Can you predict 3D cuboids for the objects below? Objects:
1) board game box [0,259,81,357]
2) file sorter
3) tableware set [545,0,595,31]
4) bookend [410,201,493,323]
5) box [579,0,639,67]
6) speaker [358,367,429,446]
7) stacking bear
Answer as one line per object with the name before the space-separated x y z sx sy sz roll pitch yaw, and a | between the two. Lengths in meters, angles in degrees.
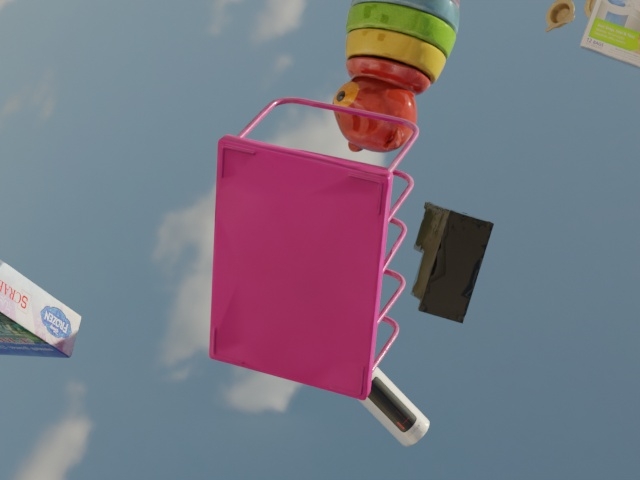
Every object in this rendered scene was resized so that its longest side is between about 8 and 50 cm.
board game box | -0.528 0.066 1.958 0.318 0.318 0.066 0 -114 25
file sorter | 0.000 0.000 1.792 0.182 0.202 0.291 -50 150 -57
tableware set | 0.432 -0.422 2.518 0.141 0.020 0.169 -21 -125 37
bookend | 0.186 0.030 2.282 0.156 0.072 0.157 -150 -104 -78
box | 0.491 -0.380 2.356 0.103 0.114 0.203 -34 144 -80
speaker | 0.098 0.240 2.216 0.055 0.136 0.055 -38 -161 15
stacking bear | 0.098 -0.260 2.054 0.175 0.164 0.289 5 -103 49
